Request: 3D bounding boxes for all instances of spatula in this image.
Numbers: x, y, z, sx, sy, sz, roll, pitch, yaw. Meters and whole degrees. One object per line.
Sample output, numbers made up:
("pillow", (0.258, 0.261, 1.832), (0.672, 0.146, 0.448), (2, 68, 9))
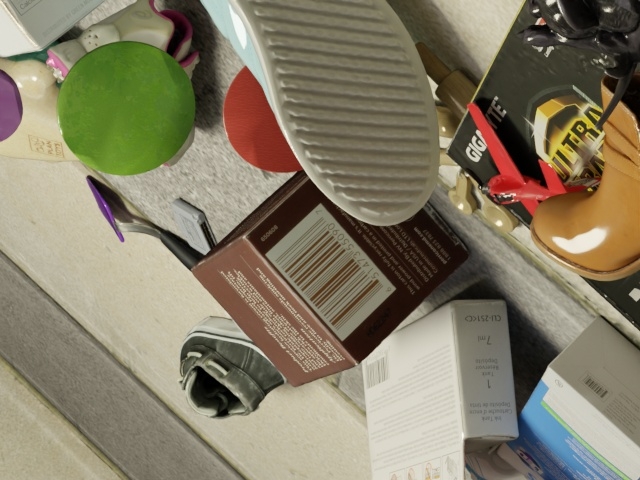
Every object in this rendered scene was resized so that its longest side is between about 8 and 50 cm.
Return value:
("spatula", (-0.227, -0.007, 2.344), (0.296, 0.030, 0.084), (28, 150, 41))

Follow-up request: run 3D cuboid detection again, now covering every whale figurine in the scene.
("whale figurine", (-0.314, -0.173, 2.120), (0.272, 0.141, 0.216), (17, 154, 7))

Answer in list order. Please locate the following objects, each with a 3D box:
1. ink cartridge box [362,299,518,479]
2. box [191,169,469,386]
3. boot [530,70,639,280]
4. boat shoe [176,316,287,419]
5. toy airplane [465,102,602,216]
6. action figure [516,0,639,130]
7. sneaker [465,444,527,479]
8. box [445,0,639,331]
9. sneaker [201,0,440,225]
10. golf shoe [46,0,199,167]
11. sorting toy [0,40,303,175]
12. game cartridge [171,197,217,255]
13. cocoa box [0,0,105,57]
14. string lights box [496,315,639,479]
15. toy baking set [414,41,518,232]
("ink cartridge box", (0.119, 0.214, 1.820), (0.296, 0.066, 0.261), (141, 128, -70))
("box", (0.005, 0.022, 1.757), (0.168, 0.167, 0.203), (48, 159, -5))
("boot", (0.206, -0.046, 1.177), (0.197, 0.073, 0.152), (8, 139, 40))
("boat shoe", (-0.139, 0.178, 2.385), (0.121, 0.119, 0.335), (49, 159, -7))
("toy airplane", (0.161, -0.037, 1.333), (0.151, 0.028, 0.151), (39, 158, 19))
("action figure", (0.174, -0.213, 1.056), (0.164, 0.141, 0.276), (4, 118, 58))
("sneaker", (0.167, 0.209, 1.931), (0.190, 0.071, 0.083), (21, 142, 49))
("box", (0.236, -0.065, 1.286), (0.257, 0.079, 0.322), (42, 159, 8))
("sneaker", (-0.016, -0.184, 1.497), (0.366, 0.135, 0.150), (63, 177, -9))
("golf shoe", (-0.170, -0.163, 1.850), (0.115, 0.140, 0.306), (51, -176, 14))
("sorting toy", (-0.165, -0.140, 1.670), (0.126, 0.365, 0.127), (-122, 34, -65))
("game cartridge", (-0.158, -0.016, 2.218), (0.056, 0.017, 0.083), (27, 152, 35))
("cocoa box", (-0.301, -0.318, 1.641), (0.228, 0.231, 0.347), (55, 157, -19))
("string lights box", (0.260, 0.185, 1.689), (0.133, 0.077, 0.260), (42, 159, 12))
("toy baking set", (0.104, -0.093, 1.550), (0.256, 0.030, 0.197), (46, 159, 1))
